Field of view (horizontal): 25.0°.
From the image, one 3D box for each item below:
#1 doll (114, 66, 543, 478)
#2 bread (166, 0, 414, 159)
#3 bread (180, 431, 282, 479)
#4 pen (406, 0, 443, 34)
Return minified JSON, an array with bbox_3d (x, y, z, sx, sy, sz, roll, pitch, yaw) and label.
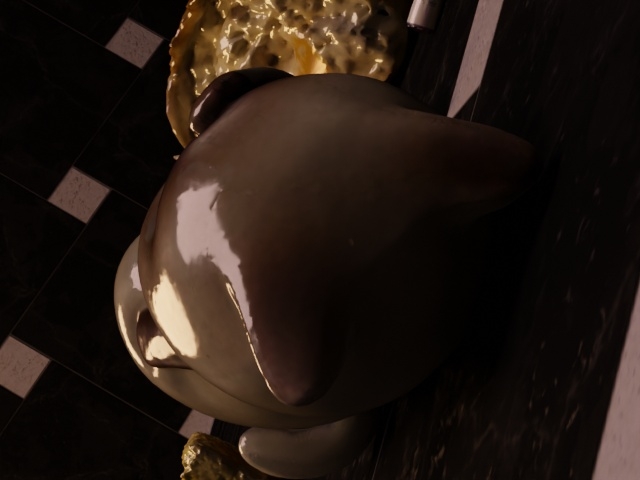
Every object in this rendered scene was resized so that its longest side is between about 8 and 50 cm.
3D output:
[{"bbox_3d":[-0.016,0.013,0.905,0.215,0.226,0.370,-38,-10,-14],"label":"doll"},{"bbox_3d":[-0.043,-0.277,1.817,0.361,0.250,0.394,-55,14,38],"label":"bread"},{"bbox_3d":[-0.118,0.292,1.498,0.160,0.140,0.169,-61,0,-1],"label":"bread"},{"bbox_3d":[0.142,-0.339,1.457,0.033,0.033,0.269,-105,32,-81],"label":"pen"}]
